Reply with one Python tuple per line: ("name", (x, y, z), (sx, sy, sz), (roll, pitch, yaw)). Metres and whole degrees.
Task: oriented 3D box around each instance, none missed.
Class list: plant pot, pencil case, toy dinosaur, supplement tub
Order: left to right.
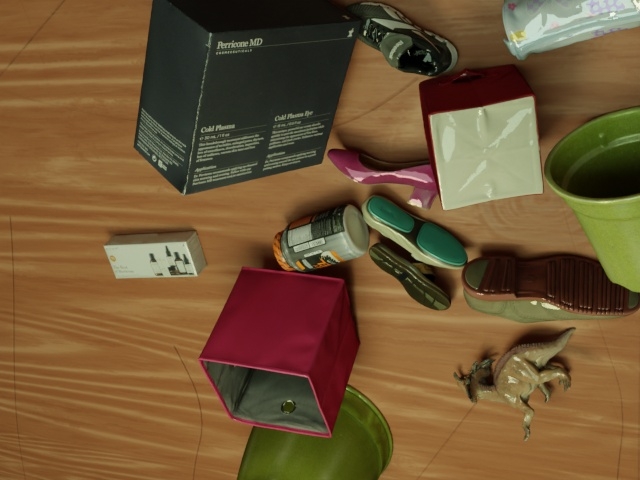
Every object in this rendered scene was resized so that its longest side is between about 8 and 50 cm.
("plant pot", (-0.046, 0.575, 1.972), (0.367, 0.353, 0.366), (10, 121, 17))
("supplement tub", (0.000, 0.000, 1.765), (0.191, 0.117, 0.117), (-17, 110, 30))
("toy dinosaur", (0.416, 0.286, 1.761), (0.200, 0.127, 0.295), (34, 120, 9))
("pencil case", (0.443, -0.385, 1.357), (0.273, 0.124, 0.113), (-9, 154, 28))
("plant pot", (0.564, -0.058, 1.435), (0.276, 0.276, 0.253), (-10, 126, 27))

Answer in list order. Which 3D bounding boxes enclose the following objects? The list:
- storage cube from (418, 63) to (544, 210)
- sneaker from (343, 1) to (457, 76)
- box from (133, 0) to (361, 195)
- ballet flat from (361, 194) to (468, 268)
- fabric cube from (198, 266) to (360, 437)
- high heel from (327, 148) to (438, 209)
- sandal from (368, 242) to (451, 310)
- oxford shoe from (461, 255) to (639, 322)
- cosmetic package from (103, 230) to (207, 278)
("storage cube", (0.284, -0.188, 1.465), (0.184, 0.193, 0.214), (-9, 116, 6))
("sneaker", (0.137, -0.368, 1.502), (0.234, 0.106, 0.078), (28, 124, 5))
("box", (-0.136, -0.286, 1.501), (0.179, 0.343, 0.312), (42, 131, 31))
("ballet flat", (0.192, -0.009, 1.714), (0.248, 0.086, 0.086), (34, 125, 3))
("fabric cube", (-0.079, 0.246, 1.815), (0.254, 0.258, 0.259), (5, 139, 19))
("high heel", (0.138, -0.157, 1.640), (0.244, 0.082, 0.117), (28, 123, 6))
("sandal", (0.200, 0.070, 1.757), (0.219, 0.060, 0.090), (39, 154, -5))
("oxford shoe", (0.464, 0.109, 1.661), (0.349, 0.123, 0.130), (9, 147, 16))
("cosmetic package", (-0.403, 0.037, 1.987), (0.239, 0.060, 0.098), (-3, 116, 24))
